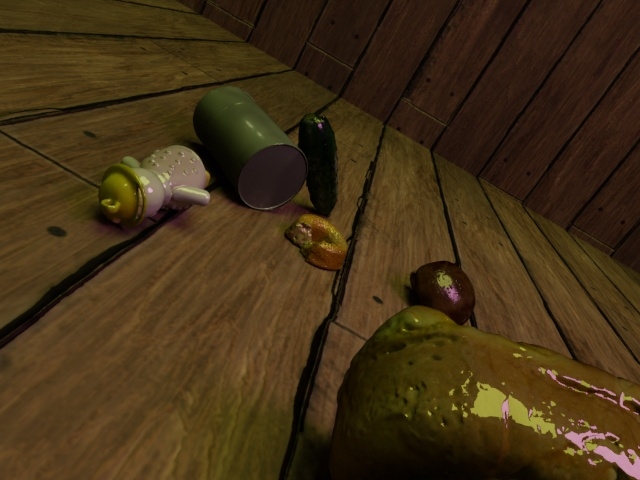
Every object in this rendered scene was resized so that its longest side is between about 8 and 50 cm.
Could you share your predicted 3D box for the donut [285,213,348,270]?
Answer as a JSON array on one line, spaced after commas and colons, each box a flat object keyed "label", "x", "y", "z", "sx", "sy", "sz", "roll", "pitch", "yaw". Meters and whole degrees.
[{"label": "donut", "x": 0.000, "y": 0.000, "z": 0.802, "sx": 0.097, "sy": 0.043, "sz": 0.108, "roll": -1, "pitch": 43, "yaw": -51}]

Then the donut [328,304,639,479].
[{"label": "donut", "x": 0.132, "y": 0.176, "z": 0.387, "sx": 0.261, "sy": 0.208, "sz": 0.128, "roll": 19, "pitch": 35, "yaw": 7}]

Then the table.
[{"label": "table", "x": -0.126, "y": -0.165, "z": 0.873, "sx": 0.126, "sy": 0.126, "sz": 0.220, "roll": 10, "pitch": 30, "yaw": -41}]

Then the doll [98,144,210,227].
[{"label": "doll", "x": -0.206, "y": -0.070, "z": 0.638, "sx": 0.129, "sy": 0.081, "sz": 0.207, "roll": 25, "pitch": 24, "yaw": 6}]

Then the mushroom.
[{"label": "mushroom", "x": 0.204, "y": 0.089, "z": 0.837, "sx": 0.127, "sy": 0.087, "sz": 0.127, "roll": 30, "pitch": 41, "yaw": -30}]

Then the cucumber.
[{"label": "cucumber", "x": 0.000, "y": -0.122, "z": 0.886, "sx": 0.069, "sy": 0.227, "sz": 0.069, "roll": -4, "pitch": 48, "yaw": 4}]
